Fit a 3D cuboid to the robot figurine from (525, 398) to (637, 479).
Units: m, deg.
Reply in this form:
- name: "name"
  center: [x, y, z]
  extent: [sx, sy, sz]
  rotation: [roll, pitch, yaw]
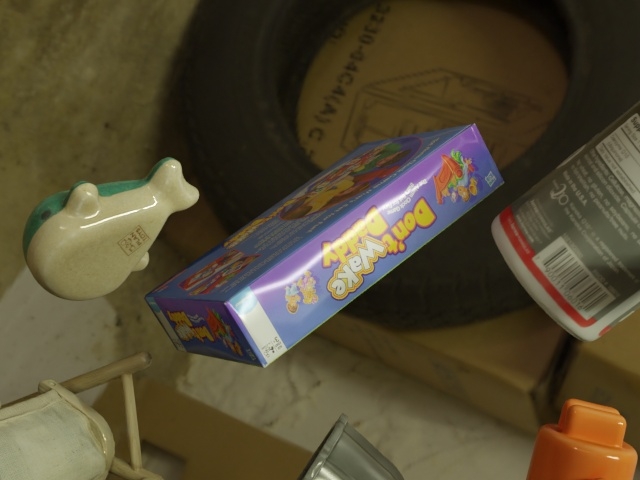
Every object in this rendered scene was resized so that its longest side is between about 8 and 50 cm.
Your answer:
- name: "robot figurine"
  center: [0.317, 0.312, 1.317]
  extent: [0.128, 0.158, 0.219]
  rotation: [10, 94, -33]

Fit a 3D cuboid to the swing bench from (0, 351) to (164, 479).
- name: "swing bench"
  center: [-0.342, 0.212, 1.099]
  extent: [0.253, 0.255, 0.165]
  rotation: [-12, 99, -63]

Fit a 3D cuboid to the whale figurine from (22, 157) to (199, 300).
- name: "whale figurine"
  center: [-0.321, -0.034, 1.589]
  extent: [0.272, 0.141, 0.216]
  rotation: [-37, 143, -5]

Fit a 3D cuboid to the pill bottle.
- name: "pill bottle"
  center: [0.323, -0.044, 1.035]
  extent: [0.283, 0.161, 0.161]
  rotation: [-41, 161, 18]

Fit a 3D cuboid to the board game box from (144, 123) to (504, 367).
- name: "board game box"
  center: [0.000, 0.000, 1.169]
  extent: [0.347, 0.233, 0.078]
  rotation: [-36, 106, -24]

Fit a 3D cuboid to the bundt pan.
- name: "bundt pan"
  center: [-0.018, 0.351, 1.091]
  extent: [0.330, 0.124, 0.331]
  rotation: [-56, 174, -8]
